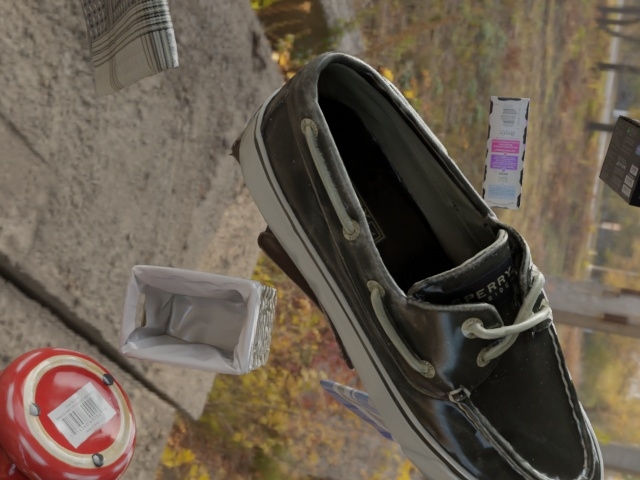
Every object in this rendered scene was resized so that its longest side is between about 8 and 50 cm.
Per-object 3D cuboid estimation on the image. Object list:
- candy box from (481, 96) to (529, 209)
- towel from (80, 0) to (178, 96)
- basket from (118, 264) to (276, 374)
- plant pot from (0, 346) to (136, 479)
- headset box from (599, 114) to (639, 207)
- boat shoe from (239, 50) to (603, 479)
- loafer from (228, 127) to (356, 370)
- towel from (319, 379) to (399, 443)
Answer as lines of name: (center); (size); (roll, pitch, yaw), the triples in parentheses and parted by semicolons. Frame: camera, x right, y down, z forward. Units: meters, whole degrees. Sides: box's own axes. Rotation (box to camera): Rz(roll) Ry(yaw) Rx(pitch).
candy box: (0.336, -0.161, 1.571); (0.165, 0.070, 0.196); (-33, 127, -77)
towel: (-0.301, -0.372, 1.219); (0.056, 0.324, 0.312); (-16, 100, -26)
basket: (-0.143, 0.096, 1.046); (0.103, 0.167, 0.113); (20, 77, -72)
plant pot: (-0.314, 0.220, 0.944); (0.174, 0.191, 0.191); (-40, -179, 28)
headset box: (0.674, -0.115, 1.525); (0.246, 0.283, 0.131); (-66, 170, -73)
boat shoe: (0.049, 0.026, 0.341); (0.078, 0.219, 0.070); (-40, -176, -30)
loafer: (0.000, 0.000, 1.058); (0.134, 0.130, 0.366); (-17, 85, -61)
towel: (0.132, 0.348, 1.645); (0.209, 0.285, 0.034); (39, 74, -22)
